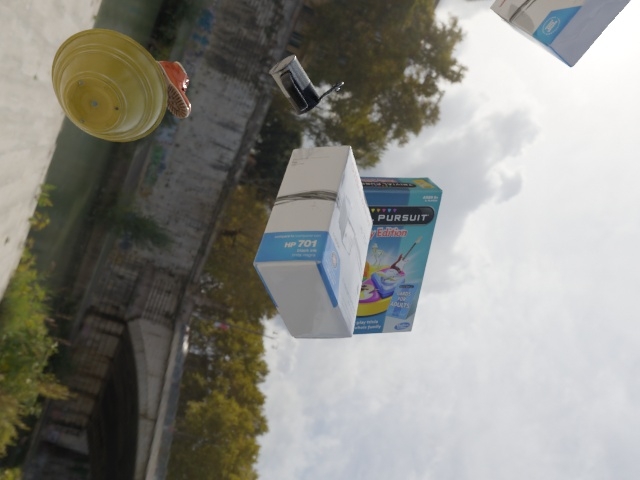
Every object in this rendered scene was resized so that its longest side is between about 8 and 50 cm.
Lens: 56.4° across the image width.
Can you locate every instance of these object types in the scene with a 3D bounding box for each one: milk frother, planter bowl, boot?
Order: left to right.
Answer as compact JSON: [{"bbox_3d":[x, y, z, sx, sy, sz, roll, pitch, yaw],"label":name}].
[{"bbox_3d":[-0.397,-0.262,1.083,0.217,0.217,0.090,-59,-166,31],"label":"planter bowl"},{"bbox_3d":[-0.333,-0.359,1.401,0.059,0.084,0.158,-40,-104,44],"label":"boot"},{"bbox_3d":[-0.035,-0.418,1.553,0.143,0.135,0.129,-36,-151,0],"label":"milk frother"}]

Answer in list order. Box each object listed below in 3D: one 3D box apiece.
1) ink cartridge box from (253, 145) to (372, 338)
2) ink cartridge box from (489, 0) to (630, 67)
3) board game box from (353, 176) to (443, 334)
[{"bbox_3d":[0.000,0.000,0.711,0.140,0.082,0.191,68,28,-43],"label":"ink cartridge box"},{"bbox_3d":[0.297,-0.316,0.780,0.104,0.060,0.180,-53,-143,22],"label":"ink cartridge box"},{"bbox_3d":[0.091,0.037,1.230,0.079,0.253,0.336,-119,-148,-58],"label":"board game box"}]
